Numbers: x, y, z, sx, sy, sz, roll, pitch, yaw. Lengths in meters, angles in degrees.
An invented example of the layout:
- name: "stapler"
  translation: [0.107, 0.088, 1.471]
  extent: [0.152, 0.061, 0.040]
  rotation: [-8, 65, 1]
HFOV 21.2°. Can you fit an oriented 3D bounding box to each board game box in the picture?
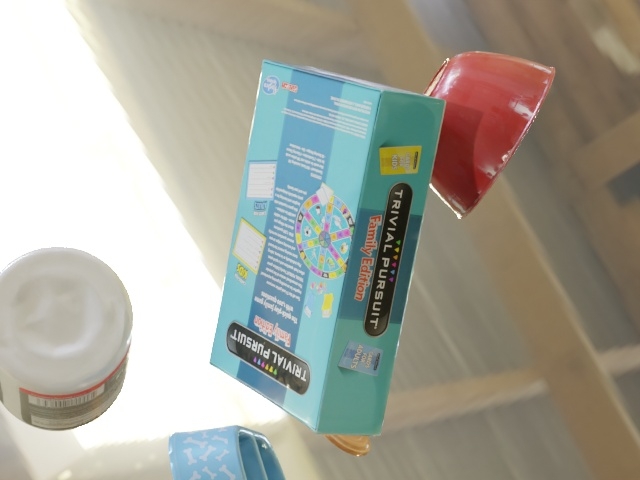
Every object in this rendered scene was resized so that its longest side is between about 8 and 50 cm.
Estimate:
- name: "board game box"
  translation: [0.000, 0.000, 1.741]
  extent: [0.079, 0.336, 0.254]
  rotation: [6, -171, -30]

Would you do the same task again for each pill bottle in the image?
- name: "pill bottle"
  translation: [-0.321, 0.134, 2.097]
  extent: [0.176, 0.176, 0.318]
  rotation: [61, 164, 12]

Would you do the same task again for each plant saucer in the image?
- name: "plant saucer"
  translation: [0.031, 0.247, 2.231]
  extent: [0.083, 0.013, 0.083]
  rotation: [31, -159, -13]

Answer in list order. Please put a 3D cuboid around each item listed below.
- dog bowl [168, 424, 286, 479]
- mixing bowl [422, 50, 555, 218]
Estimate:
- name: "dog bowl"
  translation: [-0.089, 0.283, 1.888]
  extent: [0.297, 0.074, 0.166]
  rotation: [52, -160, -77]
- name: "mixing bowl"
  translation: [0.149, -0.124, 1.736]
  extent: [0.098, 0.181, 0.181]
  rotation: [32, -155, -3]
